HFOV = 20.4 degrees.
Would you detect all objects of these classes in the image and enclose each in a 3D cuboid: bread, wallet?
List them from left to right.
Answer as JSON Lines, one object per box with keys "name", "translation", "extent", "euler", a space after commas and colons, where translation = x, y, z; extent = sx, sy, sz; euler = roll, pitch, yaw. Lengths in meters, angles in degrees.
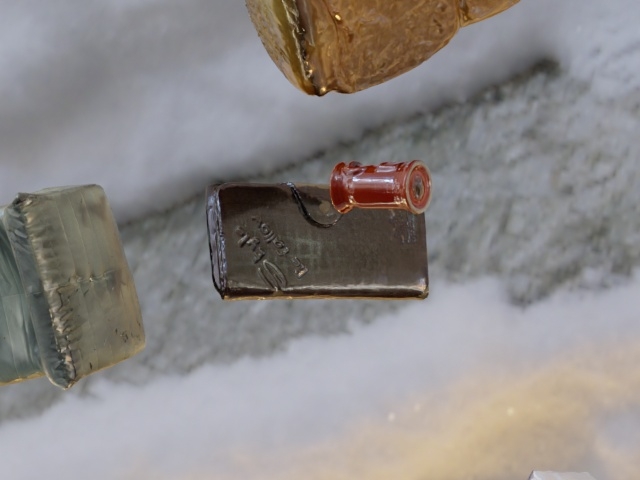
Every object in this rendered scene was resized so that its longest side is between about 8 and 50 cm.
{"name": "wallet", "translation": [0.000, 0.000, 1.768], "extent": [0.232, 0.122, 0.031], "euler": [1, 166, -23]}
{"name": "bread", "translation": [0.069, -0.315, 1.555], "extent": [0.148, 0.328, 0.337], "euler": [50, 167, 34]}

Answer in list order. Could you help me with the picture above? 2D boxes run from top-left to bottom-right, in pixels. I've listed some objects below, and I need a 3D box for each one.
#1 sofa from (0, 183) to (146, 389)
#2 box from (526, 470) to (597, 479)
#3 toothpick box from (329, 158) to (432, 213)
{"name": "sofa", "translation": [-0.316, 0.058, 1.828], "extent": [0.225, 0.176, 0.210], "euler": [-11, 95, 26]}
{"name": "box", "translation": [0.254, 0.395, 1.830], "extent": [0.111, 0.194, 0.260], "euler": [12, 111, -47]}
{"name": "toothpick box", "translation": [0.050, -0.046, 1.532], "extent": [0.083, 0.047, 0.047], "euler": [1, 135, 33]}
